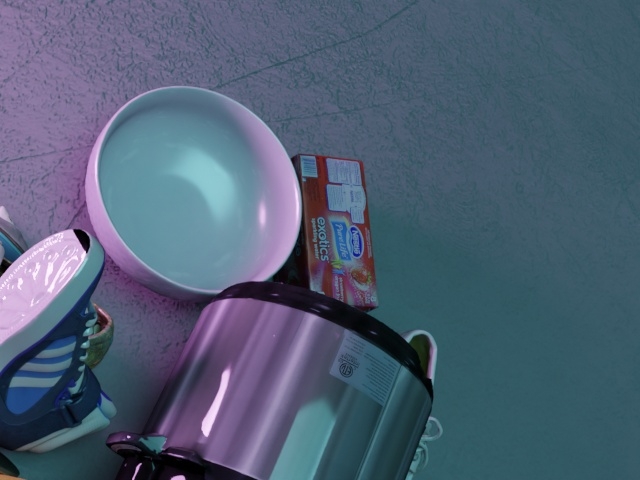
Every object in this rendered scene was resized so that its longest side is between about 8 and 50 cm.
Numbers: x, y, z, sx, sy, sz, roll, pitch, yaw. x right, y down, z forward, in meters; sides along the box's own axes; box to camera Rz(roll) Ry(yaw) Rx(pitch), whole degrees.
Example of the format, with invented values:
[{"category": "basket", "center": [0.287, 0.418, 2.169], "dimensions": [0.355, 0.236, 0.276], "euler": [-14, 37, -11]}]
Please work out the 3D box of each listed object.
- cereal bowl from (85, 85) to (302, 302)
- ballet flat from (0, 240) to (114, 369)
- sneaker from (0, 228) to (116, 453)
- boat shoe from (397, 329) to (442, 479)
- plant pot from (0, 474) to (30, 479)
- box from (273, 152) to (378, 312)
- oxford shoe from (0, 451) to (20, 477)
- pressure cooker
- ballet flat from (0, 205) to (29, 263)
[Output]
[{"category": "cereal bowl", "center": [-0.207, -0.059, 1.866], "dimensions": [0.339, 0.141, 0.338], "euler": [11, 68, -28]}, {"category": "ballet flat", "center": [-0.440, 0.064, 1.691], "dimensions": [0.349, 0.123, 0.123], "euler": [33, 59, -18]}, {"category": "sneaker", "center": [-0.340, 0.151, 1.631], "dimensions": [0.236, 0.323, 0.130], "euler": [35, 11, -42]}, {"category": "boat shoe", "center": [0.123, 0.305, 1.922], "dimensions": [0.136, 0.156, 0.367], "euler": [29, 60, -19]}, {"category": "plant pot", "center": [-0.422, 0.406, 1.542], "dimensions": [0.187, 0.212, 0.212], "euler": [29, 60, -6]}, {"category": "box", "center": [0.000, 0.000, 1.979], "dimensions": [0.128, 0.123, 0.256], "euler": [4, 71, -30]}, {"category": "oxford shoe", "center": [-0.505, 0.286, 1.618], "dimensions": [0.212, 0.076, 0.076], "euler": [28, 91, -23]}, {"category": "pressure cooker", "center": [-0.074, 0.310, 1.661], "dimensions": [0.370, 0.375, 0.420], "euler": [14, 62, 18]}, {"category": "ballet flat", "center": [-0.485, -0.036, 1.734], "dimensions": [0.213, 0.072, 0.068], "euler": [36, 51, -16]}]
